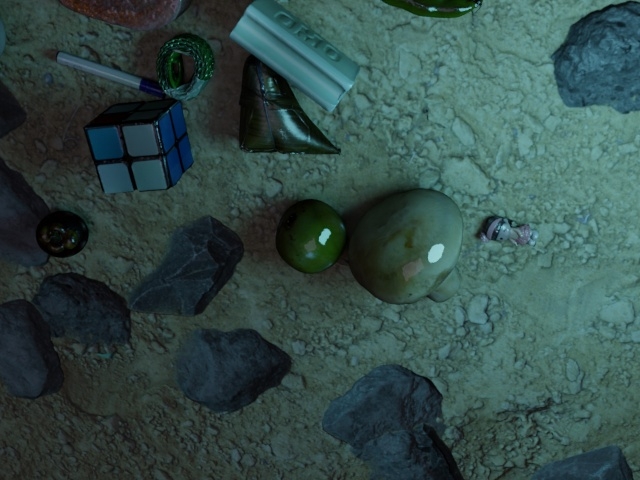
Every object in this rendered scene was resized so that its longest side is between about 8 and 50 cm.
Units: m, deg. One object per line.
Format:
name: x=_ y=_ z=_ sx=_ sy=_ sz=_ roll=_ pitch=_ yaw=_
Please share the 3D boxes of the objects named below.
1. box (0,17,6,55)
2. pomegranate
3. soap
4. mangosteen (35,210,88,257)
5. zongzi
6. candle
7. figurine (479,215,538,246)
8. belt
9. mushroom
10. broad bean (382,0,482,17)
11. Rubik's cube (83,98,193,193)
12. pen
box: x=-0.849 y=-0.435 z=1.795 sx=0.291 sy=0.206 sz=0.262 roll=-30 pitch=107 yaw=23
pomegranate: x=-0.003 y=0.004 z=1.885 sx=0.210 sy=0.179 sz=0.179 roll=35 pitch=117 yaw=-9
soap: x=-0.050 y=-0.400 z=1.696 sx=0.265 sy=0.160 sz=0.088 roll=36 pitch=117 yaw=-8
mangosteen: x=-0.656 y=-0.014 z=2.014 sx=0.140 sy=0.140 sz=0.140 roll=4 pitch=117 yaw=8
zongzi: x=-0.062 y=-0.297 z=1.784 sx=0.241 sy=0.112 sz=0.221 roll=5 pitch=117 yaw=-1
candle: x=-0.442 y=-0.583 z=1.694 sx=0.287 sy=0.131 sz=0.317 roll=-21 pitch=110 yaw=22
figurine: x=0.441 y=-0.017 z=1.869 sx=0.129 sy=0.054 sz=0.072 roll=11 pitch=133 yaw=-4
belt: x=-0.307 y=-0.385 z=1.795 sx=0.121 sy=0.079 sz=0.152 roll=17 pitch=119 yaw=1
mushroom: x=0.224 y=0.042 z=1.828 sx=0.292 sy=0.293 sz=0.290 roll=-30 pitch=126 yaw=22
broad bean: x=0.207 y=-0.502 z=1.663 sx=0.254 sy=0.046 sz=0.065 roll=14 pitch=111 yaw=1
Rubik's cube: x=-0.413 y=-0.219 z=1.841 sx=0.180 sy=0.183 sz=0.167 roll=-2 pitch=115 yaw=13
pen: x=-0.484 y=-0.385 z=1.854 sx=0.268 sy=0.033 sz=0.033 roll=18 pitch=118 yaw=1
